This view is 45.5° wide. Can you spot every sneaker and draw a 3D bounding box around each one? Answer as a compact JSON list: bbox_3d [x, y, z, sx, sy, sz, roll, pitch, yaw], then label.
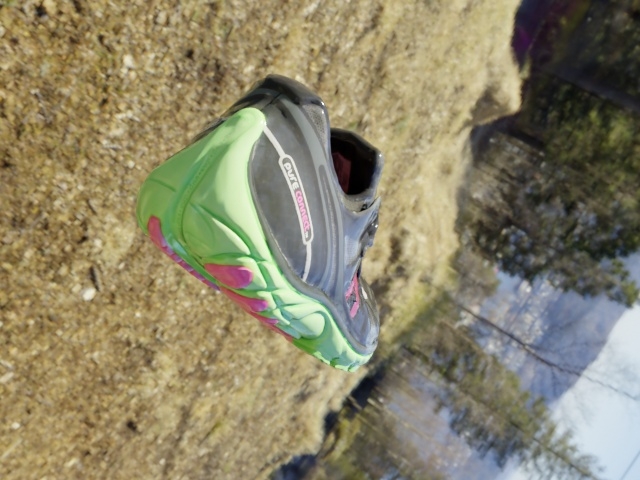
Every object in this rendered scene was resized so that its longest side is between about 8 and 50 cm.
[{"bbox_3d":[0.000,0.000,0.763,0.202,0.185,0.483,-54,164,-7],"label":"sneaker"}]
